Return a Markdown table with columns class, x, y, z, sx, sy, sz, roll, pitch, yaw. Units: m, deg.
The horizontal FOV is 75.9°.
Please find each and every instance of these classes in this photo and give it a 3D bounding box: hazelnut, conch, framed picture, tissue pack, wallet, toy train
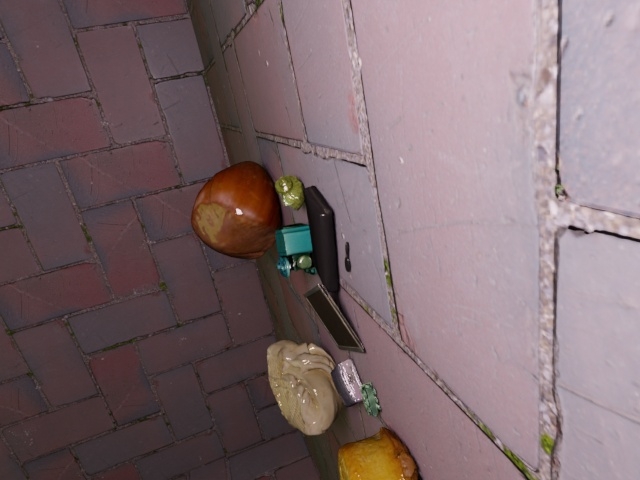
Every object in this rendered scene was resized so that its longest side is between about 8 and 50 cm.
| class | x | y | z | sx | sy | sz | roll | pitch | yaw |
| --- | --- | --- | --- | --- | --- | --- | --- | --- | --- |
| hazelnut | -0.289 | -0.108 | 1.477 | 0.372 | 0.316 | 0.371 | -166 | 90 | -78 |
| conch | -0.077 | -0.119 | 1.071 | 0.121 | 0.074 | 0.089 | 58 | -141 | -55 |
| framed picture | 0.029 | 0.208 | 1.085 | 0.197 | 0.014 | 0.252 | 56 | 164 | 5 |
| tissue pack | 0.077 | 0.402 | 1.148 | 0.156 | 0.051 | 0.112 | 103 | 144 | -63 |
| wallet | 0.000 | 0.000 | 0.990 | 0.149 | 0.044 | 0.249 | -119 | 17 | -49 |
| toy train | -0.073 | 0.029 | 1.182 | 0.198 | 0.108 | 0.154 | -178 | 80 | -76 |
| toy train | 0.119 | 0.385 | 0.998 | 0.053 | 0.034 | 0.083 | -176 | 70 | -79 |

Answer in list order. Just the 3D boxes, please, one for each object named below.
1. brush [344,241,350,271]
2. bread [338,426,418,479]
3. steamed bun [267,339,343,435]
| class | x | y | z | sx | sy | sz | roll | pitch | yaw |
| --- | --- | --- | --- | --- | --- | --- | --- | --- | --- |
| brush | 0.057 | 0.036 | 0.879 | 0.024 | 0.008 | 0.083 | -121 | 20 | -48 |
| bread | 0.116 | 0.503 | 0.908 | 0.260 | 0.161 | 0.147 | 92 | 164 | -67 |
| steamed bun | -0.033 | 0.467 | 1.355 | 0.289 | 0.204 | 0.275 | 16 | 113 | 57 |
